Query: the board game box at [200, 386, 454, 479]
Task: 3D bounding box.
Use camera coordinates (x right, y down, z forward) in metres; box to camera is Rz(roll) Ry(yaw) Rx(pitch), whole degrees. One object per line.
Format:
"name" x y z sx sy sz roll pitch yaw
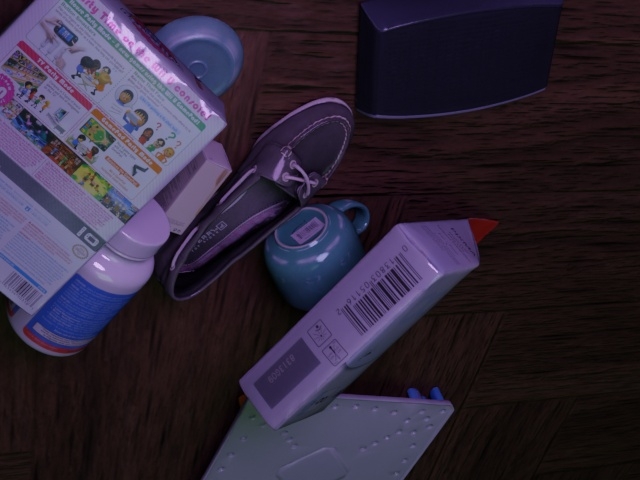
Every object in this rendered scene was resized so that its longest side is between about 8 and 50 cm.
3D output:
"board game box" -0.019 0.385 1.731 0.389 0.050 0.390 8 128 -29

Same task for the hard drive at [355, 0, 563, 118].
"hard drive" 0.172 -0.231 1.222 0.254 0.054 0.172 -11 135 -12

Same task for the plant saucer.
"plant saucer" -0.144 -0.201 1.147 0.119 0.021 0.119 -12 135 -12

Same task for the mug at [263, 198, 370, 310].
"mug" -0.009 0.004 1.334 0.129 0.158 0.097 -7 137 19

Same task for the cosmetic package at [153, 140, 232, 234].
"cosmetic package" -0.163 -0.069 1.237 0.041 0.060 0.115 22 122 -37

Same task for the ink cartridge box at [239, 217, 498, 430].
"ink cartridge box" 0.102 0.104 1.365 0.308 0.091 0.385 -46 161 21

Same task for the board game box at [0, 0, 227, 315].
"board game box" -0.282 -0.106 1.050 0.303 0.097 0.224 -42 111 10

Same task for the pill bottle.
"pill bottle" -0.282 0.036 1.223 0.124 0.124 0.221 22 129 -36

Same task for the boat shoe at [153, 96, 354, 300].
"boat shoe" -0.079 -0.043 1.269 0.335 0.095 0.112 -38 134 15
